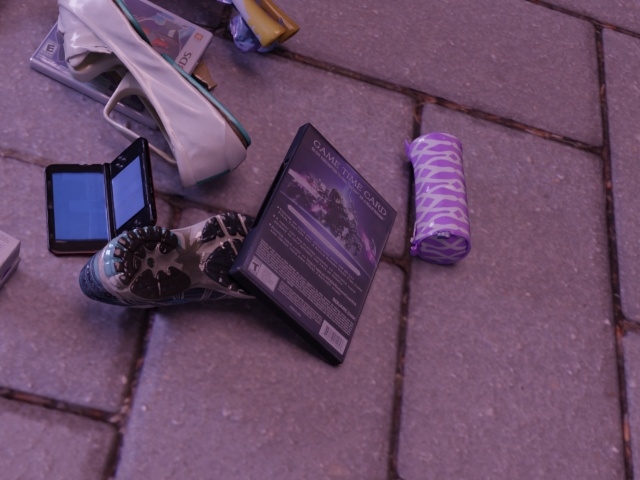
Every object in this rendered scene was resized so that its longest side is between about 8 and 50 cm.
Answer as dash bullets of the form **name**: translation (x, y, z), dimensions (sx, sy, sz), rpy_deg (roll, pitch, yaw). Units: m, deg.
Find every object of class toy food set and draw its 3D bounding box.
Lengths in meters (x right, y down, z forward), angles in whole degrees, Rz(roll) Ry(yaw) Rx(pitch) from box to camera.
- **toy food set**: translation (-0.216, -0.262, 1.512), dimensions (0.078, 0.019, 0.122), rpy_deg (-24, 74, -32)

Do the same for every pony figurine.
- **pony figurine**: translation (-0.152, -0.455, 1.504), dimensions (0.303, 0.351, 0.363), rpy_deg (-41, 96, -33)

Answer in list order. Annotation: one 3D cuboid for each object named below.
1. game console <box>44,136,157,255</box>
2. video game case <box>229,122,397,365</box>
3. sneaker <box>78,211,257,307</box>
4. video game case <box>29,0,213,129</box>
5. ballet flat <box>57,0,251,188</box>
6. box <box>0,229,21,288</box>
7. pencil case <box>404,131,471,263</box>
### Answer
- **game console**: translation (-0.282, -0.059, 1.303), dimensions (0.085, 0.124, 0.144), rpy_deg (20, 47, -41)
- **video game case**: translation (0.000, 0.000, 1.349), dimensions (0.196, 0.026, 0.274), rpy_deg (44, 46, -24)
- **sneaker**: translation (-0.172, 0.029, 1.265), dimensions (0.283, 0.122, 0.110), rpy_deg (2, 75, -47)
- **video game case**: translation (-0.284, -0.275, 1.470), dimensions (0.201, 0.023, 0.183), rpy_deg (26, 62, -1)
- **ballet flat**: translation (-0.264, -0.230, 1.382), dimensions (0.400, 0.139, 0.139), rpy_deg (48, 54, 8)
- **box**: translation (-0.513, -0.038, 1.210), dimensions (0.324, 0.063, 0.067), rpy_deg (28, 50, -1)
- **pencil case**: translation (0.169, -0.061, 1.479), dimensions (0.088, 0.086, 0.206), rpy_deg (-5, 52, 9)
